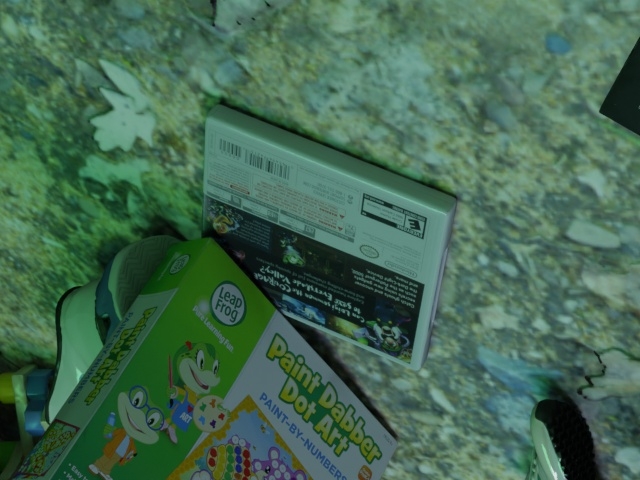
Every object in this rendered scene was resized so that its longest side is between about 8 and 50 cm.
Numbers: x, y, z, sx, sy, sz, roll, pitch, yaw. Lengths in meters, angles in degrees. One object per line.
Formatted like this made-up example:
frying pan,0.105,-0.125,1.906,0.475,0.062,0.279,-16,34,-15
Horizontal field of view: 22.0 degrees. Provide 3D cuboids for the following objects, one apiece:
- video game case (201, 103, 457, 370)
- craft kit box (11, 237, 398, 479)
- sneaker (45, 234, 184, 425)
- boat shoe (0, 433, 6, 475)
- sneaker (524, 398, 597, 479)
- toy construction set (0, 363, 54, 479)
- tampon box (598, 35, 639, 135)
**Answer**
video game case,0.000,0.000,1.203,0.190,0.022,0.173,22,138,15
craft kit box,-0.079,0.171,1.228,0.061,0.247,0.250,-13,128,45
sneaker,-0.117,0.144,1.361,0.182,0.127,0.315,-15,113,47
boat shoe,-0.350,0.200,1.598,0.227,0.079,0.081,54,149,-12
sneaker,0.170,0.185,1.234,0.075,0.057,0.161,-4,129,31
toy construction set,-0.225,0.292,1.512,0.151,0.215,0.328,-15,124,22
tampon box,0.233,-0.125,0.838,0.101,0.120,0.161,31,140,7
